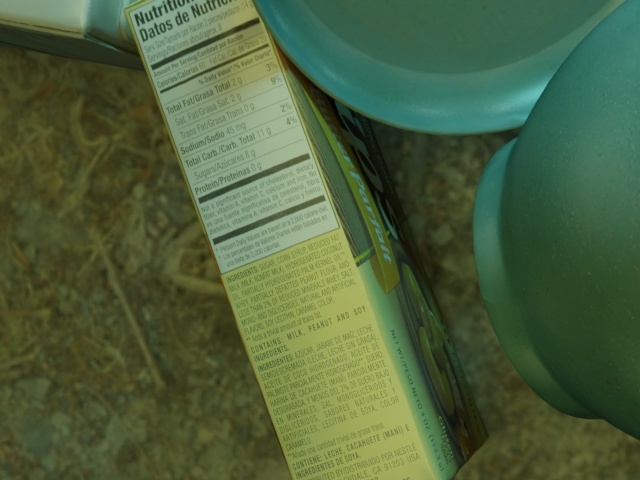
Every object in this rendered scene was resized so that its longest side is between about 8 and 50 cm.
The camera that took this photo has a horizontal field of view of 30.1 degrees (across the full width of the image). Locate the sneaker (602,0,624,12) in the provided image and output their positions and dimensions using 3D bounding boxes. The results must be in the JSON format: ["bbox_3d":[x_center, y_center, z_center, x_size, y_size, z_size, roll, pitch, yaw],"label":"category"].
[{"bbox_3d":[0.122,-0.173,0.765,0.170,0.068,0.071,11,98,15],"label":"sneaker"}]

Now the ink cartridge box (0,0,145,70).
[{"bbox_3d":[-0.211,-0.233,0.790,0.270,0.197,0.198,13,92,16],"label":"ink cartridge box"}]

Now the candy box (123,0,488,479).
[{"bbox_3d":[0.000,0.000,0.734,0.088,0.183,0.316,-22,83,14],"label":"candy box"}]

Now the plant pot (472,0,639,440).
[{"bbox_3d":[0.209,-0.002,0.647,0.196,0.293,0.293,-21,83,41],"label":"plant pot"}]

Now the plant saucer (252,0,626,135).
[{"bbox_3d":[0.096,-0.211,0.650,0.318,0.043,0.317,-9,119,-17],"label":"plant saucer"}]
